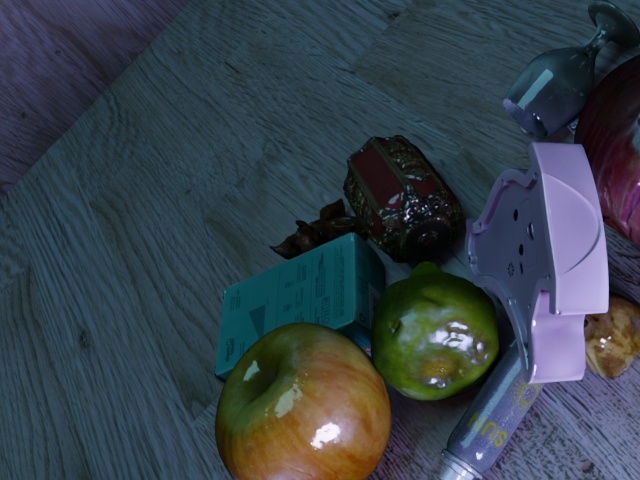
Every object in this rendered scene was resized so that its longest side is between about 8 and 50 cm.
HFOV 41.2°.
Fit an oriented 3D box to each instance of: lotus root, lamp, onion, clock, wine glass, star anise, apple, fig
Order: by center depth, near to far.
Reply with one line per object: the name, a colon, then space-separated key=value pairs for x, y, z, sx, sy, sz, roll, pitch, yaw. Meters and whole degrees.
onion: x=0.515 y=-0.113 z=1.103 sx=0.353 sy=0.353 sz=0.354 roll=-25 pitch=44 yaw=26
clock: x=0.290 y=0.051 z=1.155 sx=0.275 sy=0.080 sz=0.290 roll=121 pitch=147 yaw=-68
lotus root: x=0.396 y=0.105 z=1.186 sx=0.095 sy=0.135 sz=0.159 roll=-23 pitch=58 yaw=27
apple: x=-0.025 y=0.273 z=1.328 sx=0.286 sy=0.233 sz=0.286 roll=-33 pitch=33 yaw=25
fig: x=0.170 y=0.120 z=1.344 sx=0.206 sy=0.206 sz=0.275 roll=-35 pitch=26 yaw=15
wine glass: x=0.433 y=-0.294 z=1.478 sx=0.241 sy=0.126 sz=0.126 roll=-47 pitch=38 yaw=1
lamp: x=0.144 y=-0.078 z=1.534 sx=0.177 sy=0.177 sz=0.274 roll=-39 pitch=37 yaw=10
star anise: x=0.002 y=-0.006 z=1.647 sx=0.196 sy=0.111 sz=0.212 roll=-39 pitch=4 yaw=-20

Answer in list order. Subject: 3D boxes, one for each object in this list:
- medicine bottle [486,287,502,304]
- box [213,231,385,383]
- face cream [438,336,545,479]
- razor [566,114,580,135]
medicine bottle: x=0.315 y=0.030 z=1.344 sx=0.140 sy=0.079 sz=0.079 roll=-42 pitch=39 yaw=8
box: x=-0.035 y=0.141 z=1.547 sx=0.311 sy=0.118 sz=0.205 roll=-24 pitch=41 yaw=26
face cream: x=0.263 y=0.232 z=1.226 sx=0.283 sy=0.073 sz=0.073 roll=-54 pitch=39 yaw=-8
razor: x=0.482 y=-0.157 z=1.384 sx=0.084 sy=0.036 sz=0.211 roll=-38 pitch=39 yaw=15
